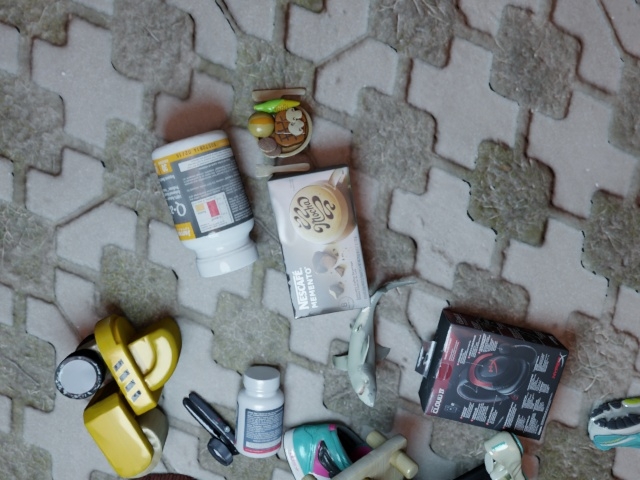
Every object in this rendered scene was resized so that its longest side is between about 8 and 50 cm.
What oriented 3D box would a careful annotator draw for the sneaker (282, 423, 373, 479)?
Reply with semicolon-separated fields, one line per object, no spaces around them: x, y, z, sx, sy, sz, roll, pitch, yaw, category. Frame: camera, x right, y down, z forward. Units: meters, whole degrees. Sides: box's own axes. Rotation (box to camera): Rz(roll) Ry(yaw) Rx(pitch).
0.052;0.544;1.376;0.178;0.124;0.295;-22;99;15;sneaker

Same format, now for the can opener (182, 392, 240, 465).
-0.249;0.430;1.389;0.059;0.073;0.186;-36;89;16;can opener

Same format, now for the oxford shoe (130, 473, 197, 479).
-0.295;0.646;1.401;0.348;0.123;0.130;14;106;0;oxford shoe

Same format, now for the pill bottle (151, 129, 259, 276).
-0.230;-0.076;1.235;0.162;0.162;0.278;-16;100;4;pill bottle

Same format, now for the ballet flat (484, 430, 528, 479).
0.407;0.500;1.330;0.086;0.086;0.248;-21;133;5;ballet flat

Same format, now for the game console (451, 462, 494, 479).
0.260;0.692;1.310;0.386;0.060;0.342;-3;107;-44;game console

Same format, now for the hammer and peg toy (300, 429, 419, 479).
0.072;0.596;1.245;0.266;0.127;0.361;-20;125;-35;hammer and peg toy

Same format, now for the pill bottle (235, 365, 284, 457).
-0.136;0.383;1.350;0.108;0.108;0.180;5;102;0;pill bottle

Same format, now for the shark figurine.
0.123;0.214;1.333;0.116;0.166;0.278;16;85;-28;shark figurine

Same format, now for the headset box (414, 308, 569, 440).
0.359;0.289;1.320;0.293;0.110;0.218;13;101;-1;headset box

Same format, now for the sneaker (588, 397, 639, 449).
0.749;0.413;1.358;0.275;0.107;0.110;-10;120;8;sneaker

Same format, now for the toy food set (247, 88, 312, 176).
-0.082;-0.230;1.225;0.132;0.038;0.192;-5;76;1;toy food set

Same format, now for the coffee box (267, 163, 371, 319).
0.000;0.000;1.266;0.168;0.119;0.297;-9;100;2;coffee box

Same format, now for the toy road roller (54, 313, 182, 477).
-0.390;0.313;1.301;0.240;0.202;0.329;-27;98;-5;toy road roller
